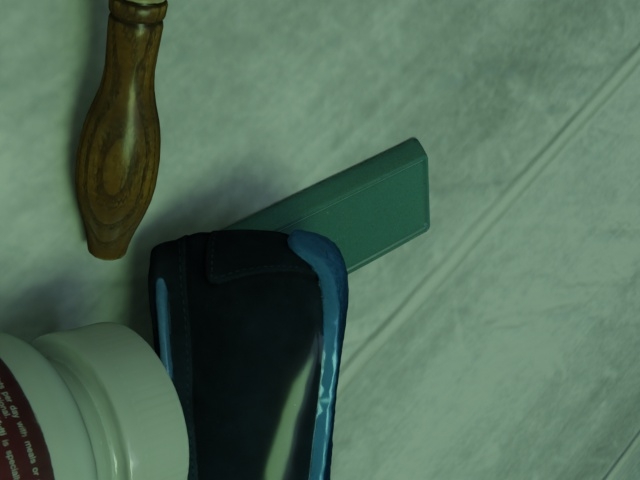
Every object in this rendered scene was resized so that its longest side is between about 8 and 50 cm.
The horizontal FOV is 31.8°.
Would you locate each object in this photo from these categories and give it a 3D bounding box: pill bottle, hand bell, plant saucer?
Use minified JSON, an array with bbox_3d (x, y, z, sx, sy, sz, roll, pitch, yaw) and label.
[{"bbox_3d":[-0.172,0.106,0.467,0.221,0.121,0.121,-12,117,-42],"label":"pill bottle"},{"bbox_3d":[-0.082,-0.097,0.503,0.126,0.126,0.242,-17,132,-41],"label":"hand bell"},{"bbox_3d":[0.000,0.000,0.675,0.192,0.018,0.067,-26,125,-35],"label":"plant saucer"}]

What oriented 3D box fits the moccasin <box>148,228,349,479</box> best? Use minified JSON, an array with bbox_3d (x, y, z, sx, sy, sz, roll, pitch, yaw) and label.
[{"bbox_3d":[-0.056,0.159,0.616,0.138,0.117,0.342,-52,148,-85],"label":"moccasin"}]
